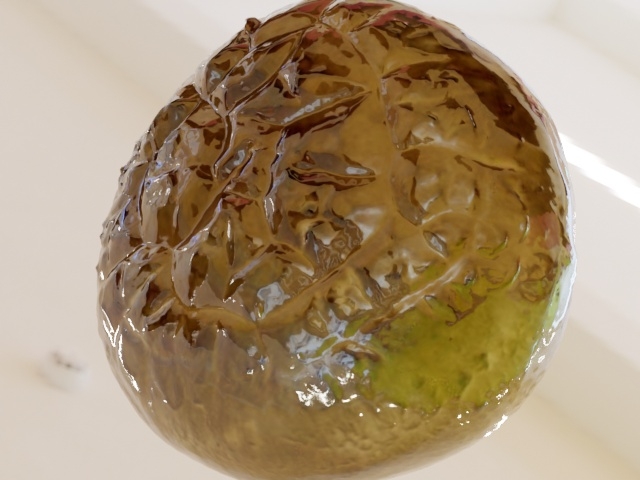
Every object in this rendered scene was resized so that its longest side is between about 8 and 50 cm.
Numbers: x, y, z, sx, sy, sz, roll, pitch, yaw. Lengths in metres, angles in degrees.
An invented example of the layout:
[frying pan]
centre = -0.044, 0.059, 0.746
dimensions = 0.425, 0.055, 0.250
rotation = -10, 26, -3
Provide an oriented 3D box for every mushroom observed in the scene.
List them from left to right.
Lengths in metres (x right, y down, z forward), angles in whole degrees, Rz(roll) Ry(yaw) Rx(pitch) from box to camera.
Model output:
[mushroom]
centre = 0.000, 0.000, 0.908
dimensions = 0.153, 0.253, 0.253
rotation = 35, -174, -48
